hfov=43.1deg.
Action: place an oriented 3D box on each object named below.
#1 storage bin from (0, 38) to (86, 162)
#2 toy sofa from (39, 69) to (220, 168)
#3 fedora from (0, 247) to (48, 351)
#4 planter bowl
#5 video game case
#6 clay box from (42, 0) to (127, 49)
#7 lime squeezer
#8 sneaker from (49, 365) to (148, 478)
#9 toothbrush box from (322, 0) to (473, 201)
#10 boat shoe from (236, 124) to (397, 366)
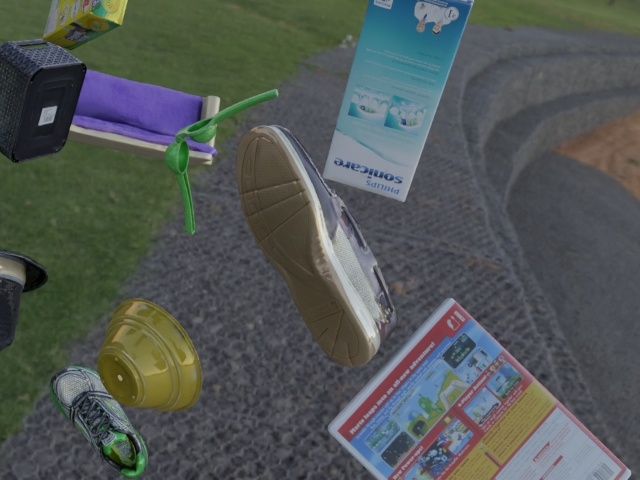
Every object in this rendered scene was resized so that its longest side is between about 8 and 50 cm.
[{"bbox_3d":[-0.474,-0.230,1.332,0.084,0.180,0.122,35,30,15],"label":"storage bin"},{"bbox_3d":[-0.385,-0.255,1.630,0.363,0.150,0.177,10,-6,-29],"label":"toy sofa"},{"bbox_3d":[-0.593,0.110,1.249,0.334,0.152,0.334,-8,-16,-2],"label":"fedora"},{"bbox_3d":[-0.311,0.215,1.369,0.217,0.217,0.090,24,33,26],"label":"planter bowl"},{"bbox_3d":[0.178,0.234,0.903,0.285,0.204,0.025,44,-8,-1],"label":"video game case"},{"bbox_3d":[-0.325,-0.358,1.161,0.053,0.127,0.222,17,-9,-37],"label":"clay box"},{"bbox_3d":[-0.190,-0.148,1.321,0.110,0.310,0.059,40,29,7],"label":"lime squeezer"},{"bbox_3d":[-0.546,0.455,2.044,0.134,0.343,0.146,-42,12,-15],"label":"sneaker"},{"bbox_3d":[0.111,-0.238,1.106,0.126,0.295,0.216,16,38,3],"label":"toothbrush box"},{"bbox_3d":[0.000,0.000,0.908,0.103,0.285,0.092,-24,4,42],"label":"boat shoe"}]
